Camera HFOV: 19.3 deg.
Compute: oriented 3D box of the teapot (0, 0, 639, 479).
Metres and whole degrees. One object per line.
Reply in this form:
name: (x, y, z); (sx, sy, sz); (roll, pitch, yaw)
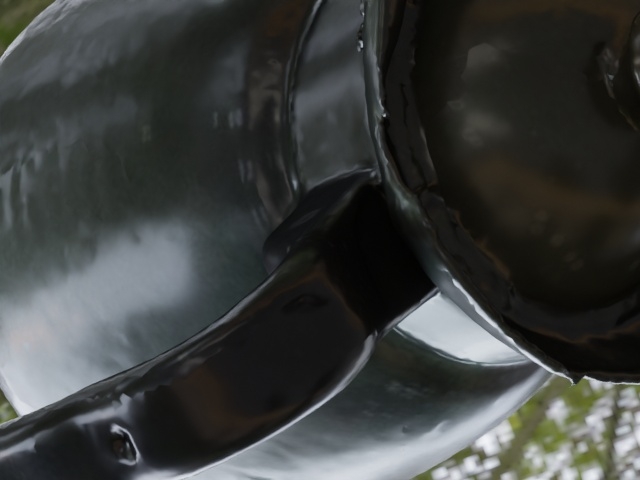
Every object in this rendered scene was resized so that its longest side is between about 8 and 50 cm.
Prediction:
teapot: (0.000, -0.023, 0.617); (0.305, 0.285, 0.223); (-2, -101, -40)
